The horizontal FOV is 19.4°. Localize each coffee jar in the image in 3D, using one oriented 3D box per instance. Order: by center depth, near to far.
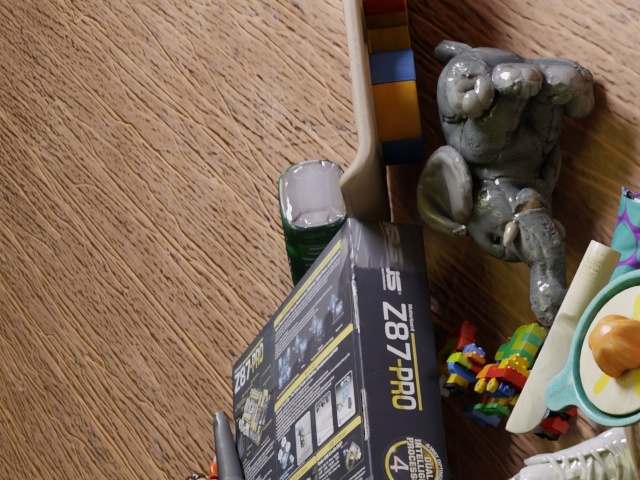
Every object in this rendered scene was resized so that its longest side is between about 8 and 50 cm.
[{"bbox_3d":[0.000,0.000,2.078,0.184,0.079,0.096,81,-179,-54],"label":"coffee jar"}]

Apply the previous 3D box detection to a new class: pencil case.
[{"bbox_3d":[0.290,0.029,1.697,0.070,0.064,0.151,-118,36,-77],"label":"pencil case"}]

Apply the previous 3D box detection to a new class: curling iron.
[{"bbox_3d":[-0.100,0.291,2.072,0.274,0.035,0.068,-105,27,-47],"label":"curling iron"}]

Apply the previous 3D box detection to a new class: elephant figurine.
[{"bbox_3d":[0.172,-0.058,1.810,0.186,0.169,0.239,-45,-40,-71],"label":"elephant figurine"}]

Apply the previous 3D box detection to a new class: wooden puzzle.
[{"bbox_3d":[0.064,-0.190,1.954,0.322,0.080,0.348,70,-162,-77],"label":"wooden puzzle"}]

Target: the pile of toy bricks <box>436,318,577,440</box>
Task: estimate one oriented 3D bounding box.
[{"bbox_3d":[0.190,0.122,1.836,0.105,0.118,0.212,-62,12,-12],"label":"pile of toy bricks"}]

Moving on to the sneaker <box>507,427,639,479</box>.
[{"bbox_3d":[0.242,0.222,1.707,0.232,0.115,0.090,-42,53,48],"label":"sneaker"}]

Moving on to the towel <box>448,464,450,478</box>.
[{"bbox_3d":[0.056,0.396,2.028,0.312,0.056,0.324,-47,41,49],"label":"towel"}]

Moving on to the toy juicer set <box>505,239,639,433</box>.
[{"bbox_3d":[0.265,0.055,1.542,0.329,0.089,0.209,-7,66,54],"label":"toy juicer set"}]

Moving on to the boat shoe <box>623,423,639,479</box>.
[{"bbox_3d":[0.328,0.221,1.542,0.122,0.110,0.341,-27,66,17],"label":"boat shoe"}]

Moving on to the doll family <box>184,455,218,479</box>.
[{"bbox_3d":[-0.136,0.383,2.248,0.118,0.163,0.263,-9,80,57],"label":"doll family"}]

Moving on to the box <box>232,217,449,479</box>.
[{"bbox_3d":[0.008,0.204,1.985,0.395,0.097,0.318,127,142,-55],"label":"box"}]
